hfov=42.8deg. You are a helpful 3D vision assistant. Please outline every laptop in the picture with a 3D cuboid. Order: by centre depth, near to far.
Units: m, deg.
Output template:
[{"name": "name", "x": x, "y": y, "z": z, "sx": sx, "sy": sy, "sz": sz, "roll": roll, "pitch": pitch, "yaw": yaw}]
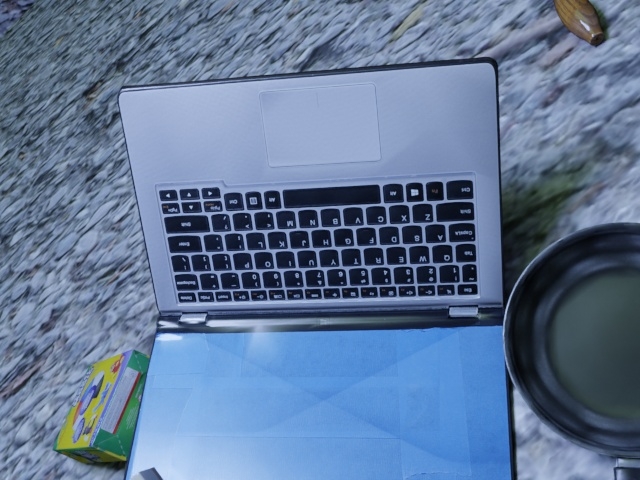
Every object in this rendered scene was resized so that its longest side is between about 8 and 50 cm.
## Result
[{"name": "laptop", "x": -0.017, "y": 0.064, "z": 0.768, "sx": 0.381, "sy": 0.408, "sz": 0.236, "roll": -2, "pitch": 21, "yaw": 11}]

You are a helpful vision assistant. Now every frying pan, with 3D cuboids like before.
[{"name": "frying pan", "x": 0.276, "y": 0.138, "z": 0.665, "sx": 0.197, "sy": 0.053, "sz": 0.326, "roll": -26, "pitch": 67, "yaw": 13}]

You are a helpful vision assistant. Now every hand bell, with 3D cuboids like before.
[{"name": "hand bell", "x": 0.291, "y": -0.329, "z": 1.033, "sx": 0.126, "sy": 0.126, "sz": 0.242, "roll": -33, "pitch": 55, "yaw": 17}]

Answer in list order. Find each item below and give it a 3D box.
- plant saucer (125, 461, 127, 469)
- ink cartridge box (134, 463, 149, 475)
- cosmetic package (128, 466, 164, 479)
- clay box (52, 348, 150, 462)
[{"name": "plant saucer", "x": -0.105, "y": 0.205, "z": 0.973, "sx": 0.310, "sy": 0.050, "sz": 0.311, "roll": -24, "pitch": 44, "yaw": 26}, {"name": "ink cartridge box", "x": -0.201, "y": 0.362, "z": 0.846, "sx": 0.219, "sy": 0.092, "sz": 0.160, "roll": -41, "pitch": 54, "yaw": 18}, {"name": "cosmetic package", "x": -0.145, "y": 0.269, "z": 0.736, "sx": 0.060, "sy": 0.041, "sz": 0.115, "roll": -39, "pitch": 77, "yaw": 2}, {"name": "clay box", "x": -0.285, "y": 0.221, "z": 1.069, "sx": 0.222, "sy": 0.053, "sz": 0.127, "roll": -24, "pitch": 42, "yaw": 55}]
